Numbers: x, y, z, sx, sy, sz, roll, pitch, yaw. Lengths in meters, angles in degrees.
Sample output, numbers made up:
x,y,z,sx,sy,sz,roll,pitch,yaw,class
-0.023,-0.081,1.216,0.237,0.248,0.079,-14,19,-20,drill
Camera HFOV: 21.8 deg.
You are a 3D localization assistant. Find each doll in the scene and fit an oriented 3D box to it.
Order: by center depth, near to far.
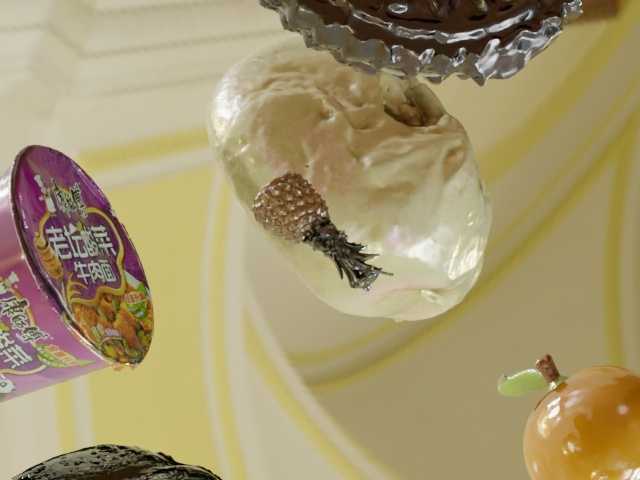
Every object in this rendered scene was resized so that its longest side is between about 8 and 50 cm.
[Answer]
x,y,z,sx,sy,sz,roll,pitch,yaw,class
0.336,0.236,2.110,0.236,0.213,0.213,49,-150,9,doll

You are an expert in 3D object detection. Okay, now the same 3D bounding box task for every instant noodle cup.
x,y,z,sx,sy,sz,roll,pitch,yaw,class
-0.317,0.052,1.702,0.251,0.190,0.251,55,-162,-28,instant noodle cup

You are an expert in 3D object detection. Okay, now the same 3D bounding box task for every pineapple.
x,y,z,sx,sy,sz,roll,pitch,yaw,class
0.000,0.000,1.369,0.124,0.058,0.058,47,-151,12,pineapple

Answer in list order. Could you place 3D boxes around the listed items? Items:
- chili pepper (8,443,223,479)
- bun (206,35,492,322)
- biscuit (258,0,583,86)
x,y,z,sx,sy,sz,roll,pitch,yaw,class
-0.128,0.226,1.171,0.261,0.165,0.173,-12,-91,-52,chili pepper
0.053,-0.075,1.766,0.361,0.213,0.361,43,-161,-19,bun
0.041,-0.158,0.733,0.195,0.053,0.194,4,-106,-13,biscuit
